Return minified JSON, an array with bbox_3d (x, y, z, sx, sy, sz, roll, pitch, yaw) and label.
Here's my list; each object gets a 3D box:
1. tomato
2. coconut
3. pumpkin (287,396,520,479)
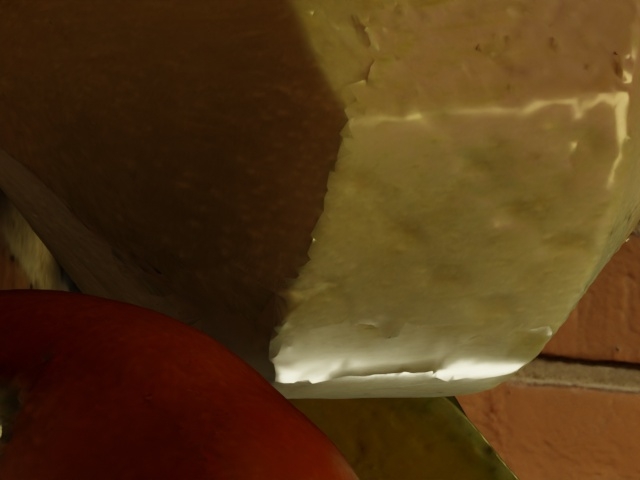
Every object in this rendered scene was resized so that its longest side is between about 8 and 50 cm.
[{"bbox_3d":[-0.095,0.142,0.636,0.224,0.255,0.256,43,51,-64],"label":"tomato"},{"bbox_3d":[-0.021,-0.084,0.912,0.352,0.352,0.353,5,90,-85],"label":"coconut"},{"bbox_3d":[-0.028,0.184,1.134,0.199,0.332,0.332,-90,-177,-71],"label":"pumpkin"}]
